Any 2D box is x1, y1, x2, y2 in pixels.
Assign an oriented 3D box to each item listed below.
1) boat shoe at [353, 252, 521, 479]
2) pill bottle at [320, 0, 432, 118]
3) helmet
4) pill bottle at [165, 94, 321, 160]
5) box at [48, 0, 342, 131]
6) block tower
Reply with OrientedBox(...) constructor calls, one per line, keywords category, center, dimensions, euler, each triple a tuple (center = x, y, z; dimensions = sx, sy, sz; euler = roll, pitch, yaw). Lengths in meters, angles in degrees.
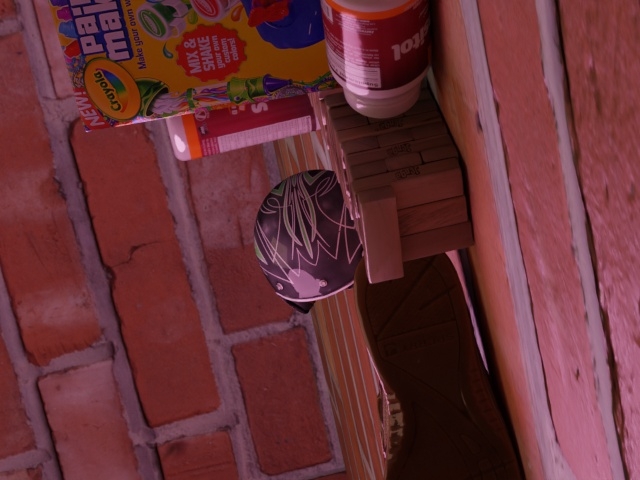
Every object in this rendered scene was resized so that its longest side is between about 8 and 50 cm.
OrientedBox(category="boat shoe", center=(0.107, 0.162, 1.598), dimensions=(0.123, 0.123, 0.342), euler=(-15, -89, -80))
OrientedBox(category="pill bottle", center=(0.045, -0.168, 1.436), dimensions=(0.152, 0.086, 0.086), euler=(82, 173, -56))
OrientedBox(category="helmet", center=(0.000, 0.000, 2.123), dimensions=(0.161, 0.169, 0.169), euler=(47, -155, -63))
OrientedBox(category="pill bottle", center=(-0.053, -0.162, 1.855), dimensions=(0.121, 0.221, 0.121), euler=(166, 90, -86))
OrientedBox(category="box", center=(-0.092, -0.274, 1.505), dimensions=(0.177, 0.279, 0.290), euler=(-99, -1, -47))
OrientedBox(category="block tower", center=(0.047, -0.110, 1.583), dimensions=(0.335, 0.097, 0.091), euler=(-105, 4, -49))
